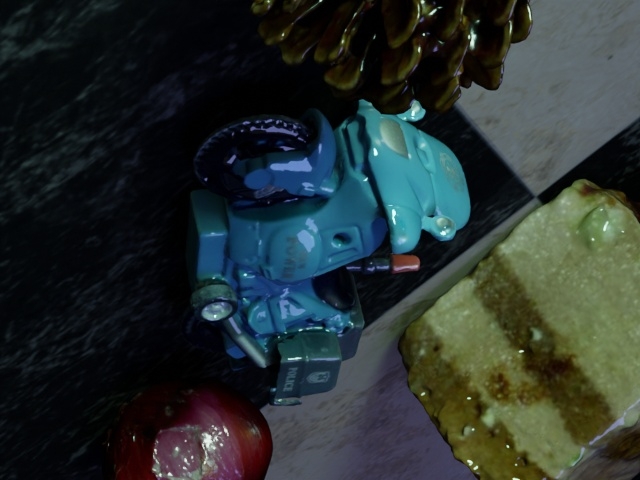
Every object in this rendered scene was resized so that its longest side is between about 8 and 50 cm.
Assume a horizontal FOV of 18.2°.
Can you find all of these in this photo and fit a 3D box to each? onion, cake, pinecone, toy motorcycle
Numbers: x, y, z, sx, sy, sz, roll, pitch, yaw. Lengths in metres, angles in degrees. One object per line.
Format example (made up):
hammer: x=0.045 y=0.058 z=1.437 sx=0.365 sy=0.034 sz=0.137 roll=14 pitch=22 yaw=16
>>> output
onion: x=-0.098 y=0.161 z=1.458 sx=0.131 sy=0.131 sz=0.131 roll=-28 pitch=155 yaw=-15
cake: x=0.238 y=0.080 z=1.640 sx=0.293 sy=0.196 sz=0.199 roll=-40 pitch=153 yaw=15
pinecone: x=0.026 y=-0.149 z=1.024 sx=0.165 sy=0.163 sz=0.163 roll=9 pitch=132 yaw=-39
toy motorcycle: x=0.000 y=0.000 z=1.308 sx=0.182 sy=0.123 sz=0.272 roll=-5 pitch=146 yaw=-11
